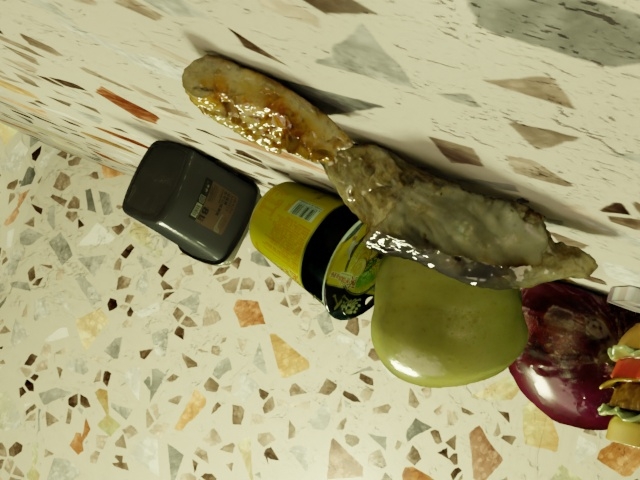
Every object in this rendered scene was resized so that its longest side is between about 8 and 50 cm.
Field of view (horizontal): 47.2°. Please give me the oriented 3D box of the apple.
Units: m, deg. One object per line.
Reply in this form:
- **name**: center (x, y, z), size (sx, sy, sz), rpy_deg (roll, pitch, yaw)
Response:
- **apple**: center (0.208, 0.112, 1.226), size (0.279, 0.279, 0.279), rpy_deg (21, 177, 1)

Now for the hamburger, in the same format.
- **hamburger**: center (0.569, 0.219, 1.101), size (0.274, 0.212, 0.274), rpy_deg (10, 172, 1)

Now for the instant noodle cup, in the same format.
- **instant noodle cup**: center (0.000, 0.000, 1.327), size (0.236, 0.215, 0.215), rpy_deg (30, -178, 33)

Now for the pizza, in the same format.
- **pizza**: center (-0.043, -0.118, 0.746), size (0.161, 0.062, 0.182), rpy_deg (18, 175, 14)

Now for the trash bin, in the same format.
- **trash bin**: center (-0.259, -0.073, 1.559), size (0.182, 0.209, 0.290), rpy_deg (20, 171, 35)

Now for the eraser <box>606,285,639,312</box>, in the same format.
- **eraser**: center (0.500, 0.095, 1.159), size (0.065, 0.026, 0.105), rpy_deg (18, 176, 4)

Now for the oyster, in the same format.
- **oyster**: center (0.141, -0.015, 0.841), size (0.341, 0.110, 0.166), rpy_deg (23, 175, -22)

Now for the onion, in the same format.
- **onion**: center (0.504, 0.231, 1.432), size (0.337, 0.260, 0.282), rpy_deg (21, -178, -20)
